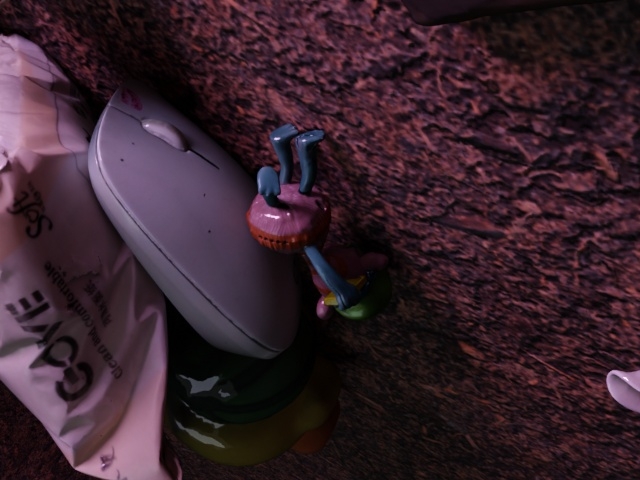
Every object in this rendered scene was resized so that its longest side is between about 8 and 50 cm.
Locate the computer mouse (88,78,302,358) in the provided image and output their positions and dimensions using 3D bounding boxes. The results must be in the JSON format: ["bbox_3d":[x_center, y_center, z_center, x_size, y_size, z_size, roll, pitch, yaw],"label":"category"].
[{"bbox_3d":[-0.093,-0.015,0.867,0.097,0.159,0.288,-15,127,21],"label":"computer mouse"}]

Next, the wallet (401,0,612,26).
[{"bbox_3d":[0.123,-0.168,0.411,0.310,0.042,0.165,8,147,48],"label":"wallet"}]

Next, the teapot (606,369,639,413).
[{"bbox_3d":[0.308,0.116,0.643,0.226,0.092,0.145,29,158,10],"label":"teapot"}]

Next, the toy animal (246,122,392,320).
[{"bbox_3d":[0.000,0.000,0.823,0.103,0.100,0.208,60,176,47],"label":"toy animal"}]

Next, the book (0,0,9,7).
[{"bbox_3d":[-0.418,-0.267,0.952,0.191,0.025,0.269,45,155,-21],"label":"book"}]

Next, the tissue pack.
[{"bbox_3d":[-0.256,0.012,0.920,0.390,0.195,0.375,53,170,55],"label":"tissue pack"}]

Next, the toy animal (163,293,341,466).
[{"bbox_3d":[-0.095,0.158,1.121,0.216,0.191,0.338,27,155,19],"label":"toy animal"}]
